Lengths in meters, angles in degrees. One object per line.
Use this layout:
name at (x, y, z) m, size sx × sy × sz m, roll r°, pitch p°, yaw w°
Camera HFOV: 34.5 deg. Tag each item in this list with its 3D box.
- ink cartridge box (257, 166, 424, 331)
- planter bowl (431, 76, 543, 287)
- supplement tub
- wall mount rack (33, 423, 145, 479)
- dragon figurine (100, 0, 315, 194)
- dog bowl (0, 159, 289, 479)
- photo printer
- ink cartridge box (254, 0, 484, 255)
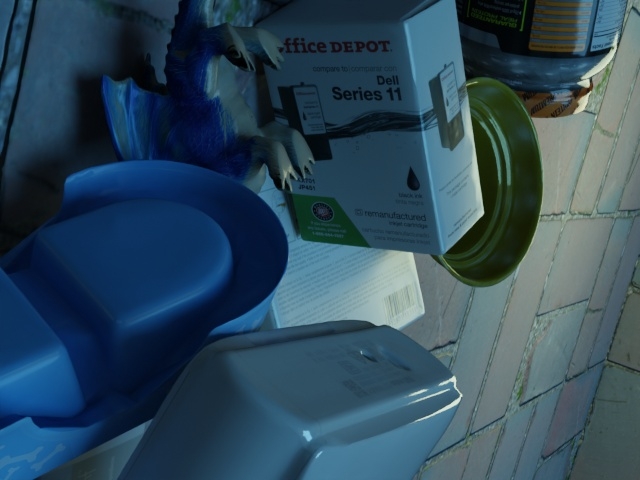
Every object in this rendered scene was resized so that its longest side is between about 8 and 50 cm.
ink cartridge box at (0.000, 0.000, 1.019) m, size 0.275 × 0.060 × 0.238 m, roll -22°, pitch 102°, yaw -56°
planter bowl at (0.141, -0.061, 1.093) m, size 0.217 × 0.090 × 0.217 m, roll -3°, pitch 94°, yaw -45°
supplement tub at (0.242, -0.305, 1.113) m, size 0.193 × 0.194 × 0.315 m, roll -34°, pitch 137°, yaw -50°
wall mount rack at (-0.169, 0.185, 0.745) m, size 0.304 × 0.131 × 0.350 m, roll -16°, pitch 121°, yaw -55°
dragon figurine at (-0.097, -0.090, 0.717) m, size 0.085 × 0.144 × 0.289 m, roll -53°, pitch 128°, yaw -65°
dog bowl at (-0.156, 0.050, 0.602) m, size 0.297 × 0.166 × 0.074 m, roll -25°, pitch 139°, yaw -32°
photo printer at (-0.056, 0.201, 0.654) m, size 0.307 × 0.107 × 0.256 m, roll -58°, pitch 158°, yaw 13°
ink cartridge box at (0.044, -0.103, 0.883) m, size 0.087 × 0.153 × 0.208 m, roll -40°, pitch 126°, yaw -45°
